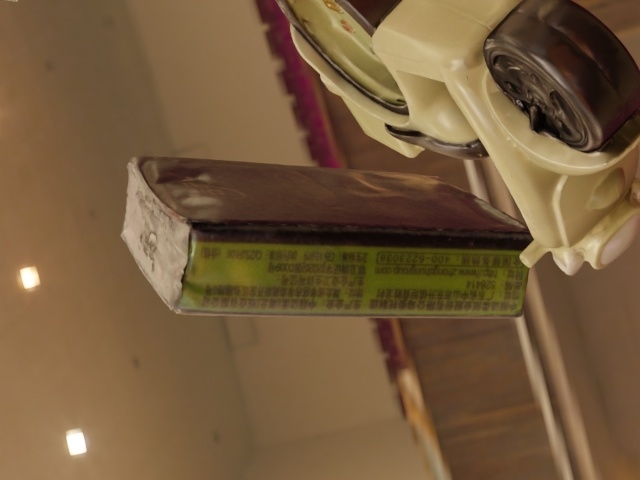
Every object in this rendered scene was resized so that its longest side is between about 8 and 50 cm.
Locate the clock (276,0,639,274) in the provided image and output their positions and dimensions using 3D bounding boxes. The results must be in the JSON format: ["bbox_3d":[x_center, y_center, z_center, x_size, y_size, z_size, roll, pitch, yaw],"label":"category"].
[{"bbox_3d":[0.114,-0.112,1.318,0.379,0.120,0.276,37,168,46],"label":"clock"}]

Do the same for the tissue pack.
[{"bbox_3d":[0.000,0.000,1.986,0.288,0.394,0.124,-140,54,-66],"label":"tissue pack"}]
